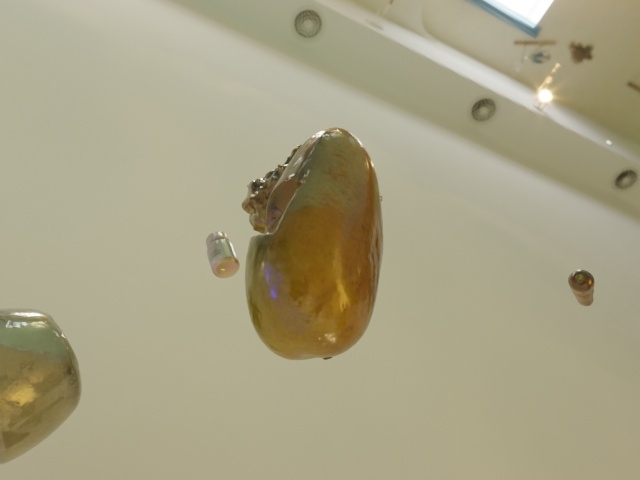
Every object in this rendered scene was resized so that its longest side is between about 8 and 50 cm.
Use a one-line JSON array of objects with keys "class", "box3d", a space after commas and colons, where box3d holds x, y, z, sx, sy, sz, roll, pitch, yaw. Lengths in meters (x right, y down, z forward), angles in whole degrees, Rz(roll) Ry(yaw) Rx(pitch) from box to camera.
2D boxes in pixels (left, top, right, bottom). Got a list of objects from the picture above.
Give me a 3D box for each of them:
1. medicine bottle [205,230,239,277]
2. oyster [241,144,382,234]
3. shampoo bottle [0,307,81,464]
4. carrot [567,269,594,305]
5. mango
[{"class": "medicine bottle", "box3d": [-0.185, 0.026, 1.087, 0.052, 0.052, 0.089, 11, -148, -31]}, {"class": "oyster", "box3d": [-0.025, -0.080, 0.957, 0.214, 0.223, 0.083, -111, -4, -46]}, {"class": "shampoo bottle", "box3d": [-0.693, 0.307, 1.245, 0.317, 0.322, 0.322, -19, -124, -43]}, {"class": "carrot", "box3d": [0.346, 0.063, 0.767, 0.032, 0.032, 0.093, 56, -171, 35]}, {"class": "mango", "box3d": [0.000, 0.000, 0.627, 0.167, 0.130, 0.262, 55, -139, -48]}]
